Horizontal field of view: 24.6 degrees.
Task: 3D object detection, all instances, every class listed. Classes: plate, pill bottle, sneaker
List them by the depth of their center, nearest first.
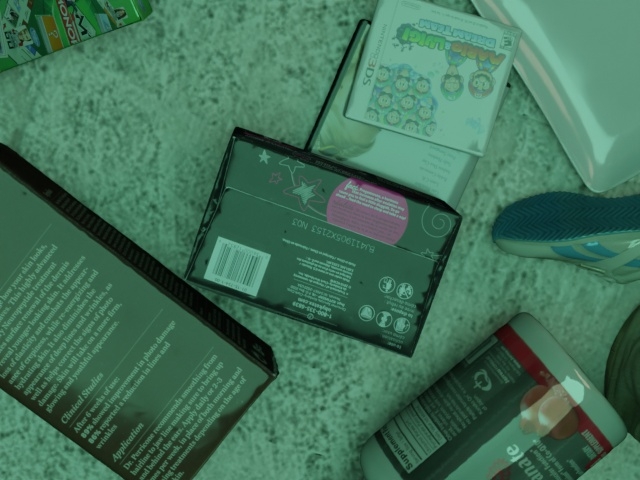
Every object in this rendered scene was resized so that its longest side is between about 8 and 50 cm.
[{"bbox_3d":[0.339,-0.231,1.557,0.278,0.045,0.277,-31,98,20],"label":"plate"},{"bbox_3d":[0.155,0.240,1.573,0.318,0.176,0.176,-40,98,2],"label":"pill bottle"},{"bbox_3d":[0.301,0.003,1.594,0.228,0.087,0.092,0,131,10],"label":"sneaker"}]

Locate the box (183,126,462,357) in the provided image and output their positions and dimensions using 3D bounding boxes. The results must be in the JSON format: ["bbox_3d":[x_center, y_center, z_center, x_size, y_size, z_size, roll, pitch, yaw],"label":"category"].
[{"bbox_3d":[0.000,0.000,1.528,0.247,0.142,0.163,19,97,-4],"label":"box"}]

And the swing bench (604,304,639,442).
[{"bbox_3d":[0.423,0.203,1.545,0.254,0.253,0.165,43,93,-7],"label":"swing bench"}]

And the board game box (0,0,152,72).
[{"bbox_3d":[-0.329,-0.338,1.483,0.213,0.046,0.317,-17,107,15],"label":"board game box"}]

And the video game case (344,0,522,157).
[{"bbox_3d":[0.120,-0.178,1.566,0.157,0.019,0.143,16,98,-1],"label":"video game case"}]

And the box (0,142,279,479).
[{"bbox_3d":[-0.252,0.088,1.549,0.381,0.143,0.191,39,94,-9],"label":"box"}]

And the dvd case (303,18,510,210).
[{"bbox_3d":[0.075,-0.091,1.602,0.180,0.022,0.253,23,96,-6],"label":"dvd case"}]
